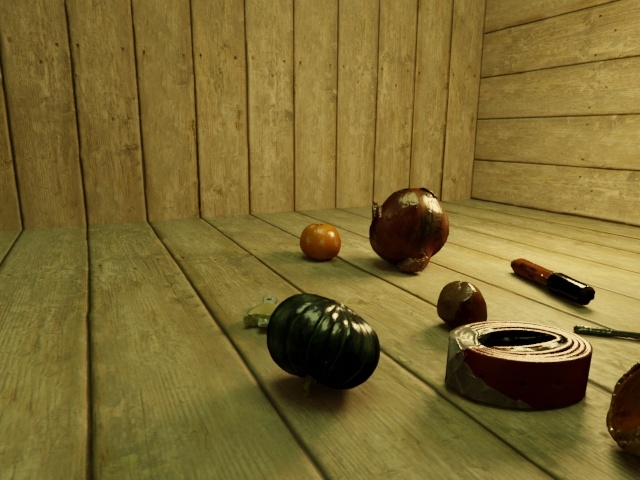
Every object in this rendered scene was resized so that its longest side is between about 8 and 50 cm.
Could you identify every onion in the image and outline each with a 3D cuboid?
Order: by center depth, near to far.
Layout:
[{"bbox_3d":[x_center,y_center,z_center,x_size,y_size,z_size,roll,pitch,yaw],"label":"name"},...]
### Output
[{"bbox_3d":[0.359,-0.055,1.951,0.353,0.354,0.353,0,13,0],"label":"onion"}]

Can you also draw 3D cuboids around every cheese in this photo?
[{"bbox_3d":[-0.154,0.209,1.401,0.127,0.050,0.235,-1,14,0],"label":"cheese"}]

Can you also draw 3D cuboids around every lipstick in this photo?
[{"bbox_3d":[0.815,0.137,1.698,0.077,0.077,0.418,-2,11,-9],"label":"lipstick"}]

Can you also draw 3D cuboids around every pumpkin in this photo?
[{"bbox_3d":[0.003,0.226,1.008,0.250,0.216,0.250,14,-17,4],"label":"pumpkin"}]

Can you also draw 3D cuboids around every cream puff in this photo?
[{"bbox_3d":[0.611,0.311,0.794,0.169,0.183,0.183,29,19,9],"label":"cream puff"}]

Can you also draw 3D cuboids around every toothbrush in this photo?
[{"bbox_3d":[0.851,0.255,1.281,0.297,0.030,0.030,3,-13,19],"label":"toothbrush"}]

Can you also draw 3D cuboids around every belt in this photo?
[{"bbox_3d":[0.422,0.265,1.039,0.324,0.115,0.227,1,11,-7],"label":"belt"}]

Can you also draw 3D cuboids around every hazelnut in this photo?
[{"bbox_3d":[0.408,0.192,1.347,0.143,0.143,0.154,-3,21,-16],"label":"hazelnut"}]

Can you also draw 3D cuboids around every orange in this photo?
[{"bbox_3d":[0.000,0.000,2.090,0.193,0.161,0.193,5,11,-1],"label":"orange"}]
